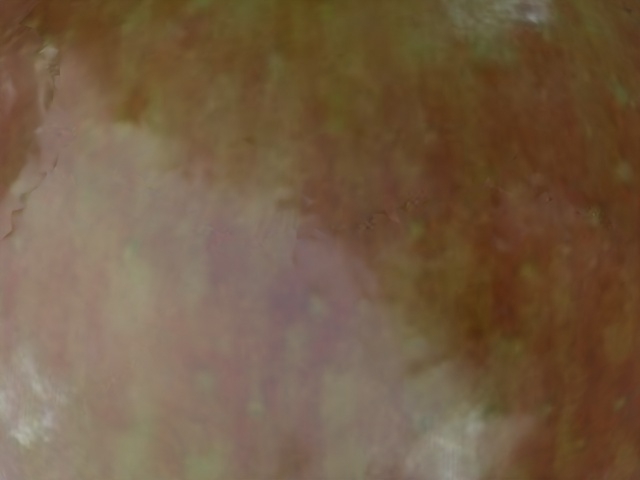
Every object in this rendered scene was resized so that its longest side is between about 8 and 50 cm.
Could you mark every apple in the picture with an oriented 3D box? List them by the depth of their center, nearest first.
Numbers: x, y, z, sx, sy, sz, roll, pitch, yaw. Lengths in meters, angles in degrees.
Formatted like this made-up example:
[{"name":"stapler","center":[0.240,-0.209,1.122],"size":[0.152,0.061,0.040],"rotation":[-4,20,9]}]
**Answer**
[{"name":"apple","center":[0.000,0.000,0.562],"size":[0.277,0.309,0.250],"rotation":[7,112,26]}]
